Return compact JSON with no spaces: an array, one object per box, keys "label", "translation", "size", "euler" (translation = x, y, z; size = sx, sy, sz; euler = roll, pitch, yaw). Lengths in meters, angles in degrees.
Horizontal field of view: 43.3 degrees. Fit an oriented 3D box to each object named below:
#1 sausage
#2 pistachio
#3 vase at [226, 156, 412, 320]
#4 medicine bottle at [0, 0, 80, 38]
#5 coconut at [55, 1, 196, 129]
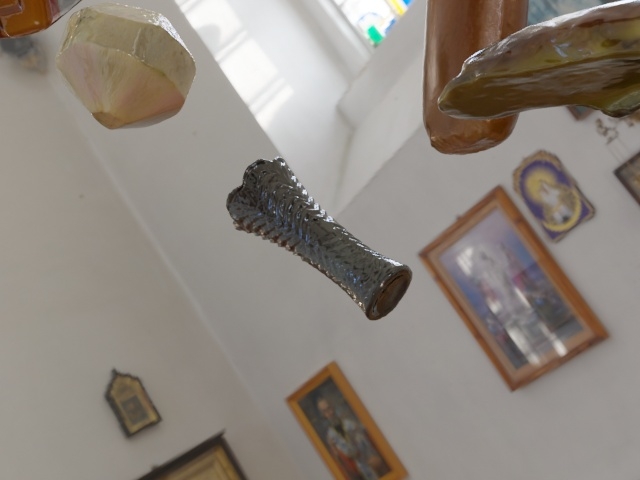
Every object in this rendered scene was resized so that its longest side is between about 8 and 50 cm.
[{"label":"sausage","translation":[0.153,-0.219,0.797],"size":[0.105,0.274,0.105],"euler":[5,-10,1]},{"label":"pistachio","translation":[0.145,-0.097,0.424],"size":[0.173,0.049,0.089],"euler":[-3,-14,35]},{"label":"vase","translation":[0.000,0.000,0.995],"size":[0.115,0.237,0.115],"euler":[-35,-33,-28]},{"label":"medicine bottle","translation":[-0.298,-0.291,0.776],"size":[0.112,0.149,0.222],"euler":[-6,29,4]},{"label":"coconut","translation":[-0.370,-0.321,1.515],"size":[0.259,0.259,0.259],"euler":[-32,-15,-9]}]
